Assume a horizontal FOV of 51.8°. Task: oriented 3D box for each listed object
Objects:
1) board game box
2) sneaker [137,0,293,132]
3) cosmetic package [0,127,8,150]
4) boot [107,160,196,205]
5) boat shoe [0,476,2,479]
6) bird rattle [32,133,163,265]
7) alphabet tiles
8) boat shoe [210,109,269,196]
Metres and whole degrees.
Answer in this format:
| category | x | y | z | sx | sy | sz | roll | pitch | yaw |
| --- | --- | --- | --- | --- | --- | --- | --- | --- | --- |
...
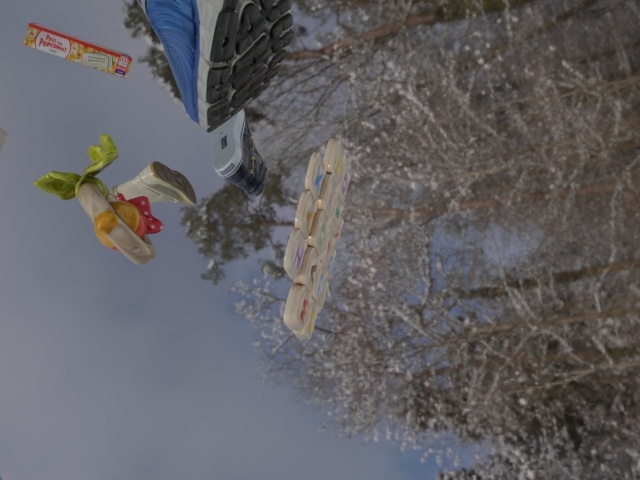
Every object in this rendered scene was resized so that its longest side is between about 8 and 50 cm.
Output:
| category | x | y | z | sx | sy | sz | roll | pitch | yaw |
| --- | --- | --- | --- | --- | --- | --- | --- | --- | --- |
| board game box | -0.483 | -0.381 | 1.321 | 0.193 | 0.147 | 0.045 | 14 | -77 | -24 |
| sneaker | -0.118 | -0.247 | 0.607 | 0.130 | 0.147 | 0.330 | -44 | -26 | -31 |
| cosmetic package | -0.377 | -0.102 | 0.413 | 0.296 | 0.153 | 0.129 | 49 | -165 | -33 |
| boot | -0.435 | -0.118 | 1.717 | 0.213 | 0.165 | 0.077 | 37 | -151 | -63 |
| boat shoe | -0.668 | 0.412 | 1.210 | 0.089 | 0.109 | 0.259 | -39 | -64 | -38 |
| bird rattle | -0.345 | -0.032 | 1.092 | 0.207 | 0.143 | 0.254 | 50 | 167 | 40 |
| alphabet tiles | 0.000 | 0.000 | 0.980 | 0.278 | 0.021 | 0.284 | 67 | -145 | -69 |
| boat shoe | -0.131 | -0.147 | 1.081 | 0.083 | 0.065 | 0.183 | 43 | -152 | -36 |
